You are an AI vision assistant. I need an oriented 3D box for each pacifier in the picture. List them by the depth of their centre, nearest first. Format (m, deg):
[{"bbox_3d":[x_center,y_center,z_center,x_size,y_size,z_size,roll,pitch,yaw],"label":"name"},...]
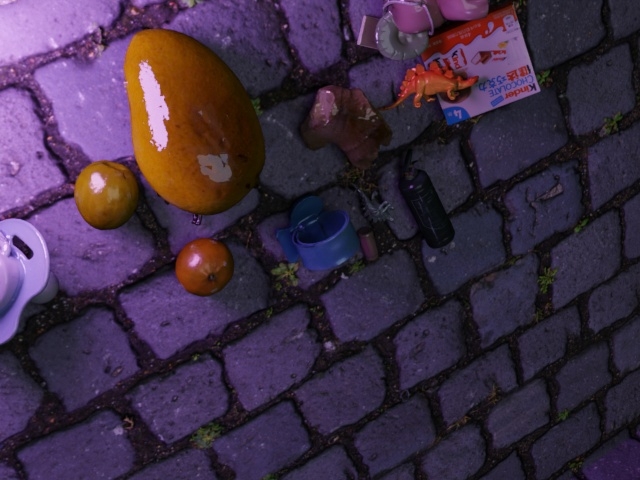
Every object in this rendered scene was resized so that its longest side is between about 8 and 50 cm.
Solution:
[{"bbox_3d":[-0.700,0.091,1.609,0.299,0.244,0.233,-54,155,7],"label":"pacifier"}]

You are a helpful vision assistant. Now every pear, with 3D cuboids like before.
[{"bbox_3d":[-0.493,-0.106,1.638,0.148,0.149,0.162,2,119,-29],"label":"pear"}]

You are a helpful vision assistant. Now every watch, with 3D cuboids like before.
[{"bbox_3d":[0.000,0.000,1.919,0.211,0.193,0.211,-10,113,-25],"label":"watch"}]

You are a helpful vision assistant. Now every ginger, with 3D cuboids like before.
[{"bbox_3d":[0.065,-0.297,1.876,0.221,0.130,0.276,-34,124,1],"label":"ginger"}]

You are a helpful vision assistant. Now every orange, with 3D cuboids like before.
[{"bbox_3d":[-0.297,0.071,1.831,0.156,0.124,0.156,-9,111,-25],"label":"orange"}]

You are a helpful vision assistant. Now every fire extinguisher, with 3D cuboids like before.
[{"bbox_3d":[0.307,-0.121,2.097,0.114,0.095,0.311,-54,128,-27],"label":"fire extinguisher"}]

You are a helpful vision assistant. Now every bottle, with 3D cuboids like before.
[{"bbox_3d":[0.143,0.011,2.091,0.045,0.045,0.096,-29,122,-15],"label":"bottle"}]

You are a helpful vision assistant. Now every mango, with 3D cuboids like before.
[{"bbox_3d":[-0.303,-0.273,1.627,0.301,0.220,0.445,-30,102,-8],"label":"mango"}]

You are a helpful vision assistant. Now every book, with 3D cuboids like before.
[{"bbox_3d":[0.155,-0.549,1.881,0.111,0.014,0.077,4,108,-29],"label":"book"}]

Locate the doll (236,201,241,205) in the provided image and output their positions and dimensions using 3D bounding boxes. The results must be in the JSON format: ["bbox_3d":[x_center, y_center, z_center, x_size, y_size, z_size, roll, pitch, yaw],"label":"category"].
[{"bbox_3d":[-0.214,-0.190,1.800,0.103,0.071,0.214,14,113,-8],"label":"doll"}]

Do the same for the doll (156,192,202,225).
[{"bbox_3d":[-0.319,-0.140,1.769,0.139,0.057,0.165,36,85,-21],"label":"doll"}]

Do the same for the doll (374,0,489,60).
[{"bbox_3d":[0.256,-0.611,1.793,0.268,0.216,0.284,-18,115,-13],"label":"doll"}]

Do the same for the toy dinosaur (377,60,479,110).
[{"bbox_3d":[0.288,-0.430,1.936,0.288,0.070,0.117,-10,111,10],"label":"toy dinosaur"}]

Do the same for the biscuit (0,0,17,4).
[{"bbox_3d":[-0.691,-0.543,1.414,0.265,0.040,0.188,12,104,-30],"label":"biscuit"}]

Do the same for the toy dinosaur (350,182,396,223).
[{"bbox_3d":[0.152,-0.100,2.052,0.082,0.039,0.209,-50,124,0],"label":"toy dinosaur"}]

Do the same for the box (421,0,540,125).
[{"bbox_3d":[0.436,-0.482,1.949,0.273,0.048,0.265,-20,119,18],"label":"box"}]
